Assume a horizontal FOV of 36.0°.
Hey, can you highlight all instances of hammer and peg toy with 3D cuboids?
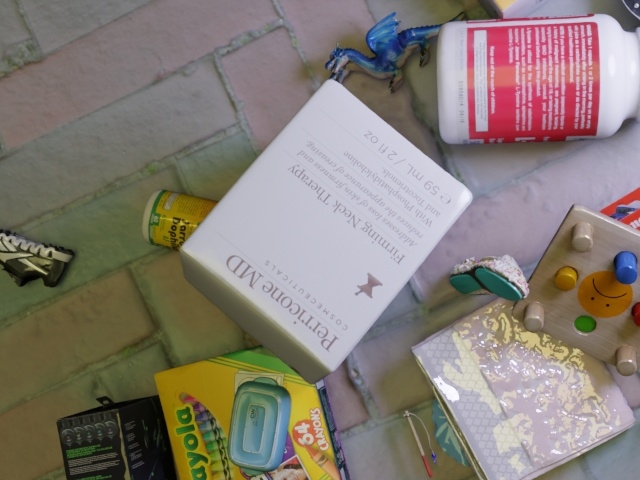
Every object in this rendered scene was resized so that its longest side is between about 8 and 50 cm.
[{"bbox_3d":[0.555,0.105,1.737,0.361,0.127,0.266,24,120,3],"label":"hammer and peg toy"}]

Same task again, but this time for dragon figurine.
[{"bbox_3d":[0.141,-0.390,1.931,0.289,0.085,0.144,-43,82,7],"label":"dragon figurine"}]

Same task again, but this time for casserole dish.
[{"bbox_3d":[-0.121,0.354,1.867,0.114,0.037,0.188,9,88,11],"label":"casserole dish"}]

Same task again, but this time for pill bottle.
[{"bbox_3d":[-0.240,-0.027,1.970,0.208,0.117,0.118,13,90,10],"label":"pill bottle"},{"bbox_3d":[0.422,-0.295,1.804,0.407,0.229,0.229,-1,88,11],"label":"pill bottle"}]

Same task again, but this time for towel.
[{"bbox_3d":[0.378,0.270,1.855,0.317,0.053,0.332,-29,84,-3],"label":"towel"}]

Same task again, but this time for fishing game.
[{"bbox_3d":[0.302,0.342,1.899,0.264,0.041,0.189,-22,84,1],"label":"fishing game"}]

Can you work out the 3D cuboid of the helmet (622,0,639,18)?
[{"bbox_3d":[0.630,-0.469,1.806,0.169,0.161,0.169,0,88,10],"label":"helmet"}]

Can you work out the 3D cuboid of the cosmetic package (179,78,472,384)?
[{"bbox_3d":[0.000,0.000,1.757,0.329,0.327,0.394,39,77,2],"label":"cosmetic package"}]

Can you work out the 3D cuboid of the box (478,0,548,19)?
[{"bbox_3d":[0.335,-0.607,1.862,0.215,0.168,0.345,-35,82,7],"label":"box"}]

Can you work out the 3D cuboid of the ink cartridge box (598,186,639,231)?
[{"bbox_3d":[0.601,0.027,1.781,0.189,0.066,0.232,-35,108,29],"label":"ink cartridge box"}]

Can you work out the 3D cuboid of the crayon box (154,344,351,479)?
[{"bbox_3d":[-0.127,0.395,1.939,0.313,0.106,0.363,-16,85,9],"label":"crayon box"}]

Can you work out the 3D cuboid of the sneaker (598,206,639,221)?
[{"bbox_3d":[0.603,-0.028,1.832,0.221,0.087,0.083,-4,86,10],"label":"sneaker"}]

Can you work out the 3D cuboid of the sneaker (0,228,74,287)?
[{"bbox_3d":[-0.639,0.039,2.060,0.234,0.078,0.106,16,88,8],"label":"sneaker"}]

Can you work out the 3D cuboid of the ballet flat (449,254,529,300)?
[{"bbox_3d":[0.318,0.059,1.818,0.077,0.241,0.091,-45,107,-15],"label":"ballet flat"}]

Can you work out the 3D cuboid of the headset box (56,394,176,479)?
[{"bbox_3d":[-0.386,0.441,1.913,0.131,0.246,0.283,-12,87,9],"label":"headset box"}]
